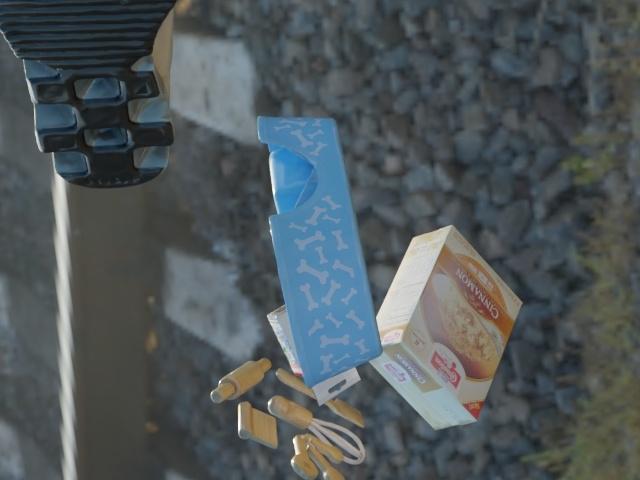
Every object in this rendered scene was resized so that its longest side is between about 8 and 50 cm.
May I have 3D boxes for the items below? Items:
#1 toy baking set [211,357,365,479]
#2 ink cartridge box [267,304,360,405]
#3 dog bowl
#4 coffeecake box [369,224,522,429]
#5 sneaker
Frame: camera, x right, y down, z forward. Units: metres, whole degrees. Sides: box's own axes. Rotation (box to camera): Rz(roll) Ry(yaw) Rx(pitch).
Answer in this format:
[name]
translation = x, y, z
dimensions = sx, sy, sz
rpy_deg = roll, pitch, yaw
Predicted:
[toy baking set]
translation = -0.033, 0.222, 1.916
dimensions = 0.197, 0.256, 0.030
rpy_deg = 43, 110, 3
[ink cartridge box]
translation = -0.007, 0.119, 1.739
dimensions = 0.029, 0.063, 0.115
rpy_deg = 0, 117, 62
[dog bowl]
translation = 0.000, 0.000, 1.410
dimensions = 0.297, 0.074, 0.166
rpy_deg = -98, -3, -51
[coffeecake box]
translation = 0.142, 0.100, 1.798
dimensions = 0.068, 0.185, 0.142
rpy_deg = -19, 123, 43
[sneaker]
translation = -0.149, -0.179, 1.011
dimensions = 0.330, 0.123, 0.146
rpy_deg = 105, 163, -60
